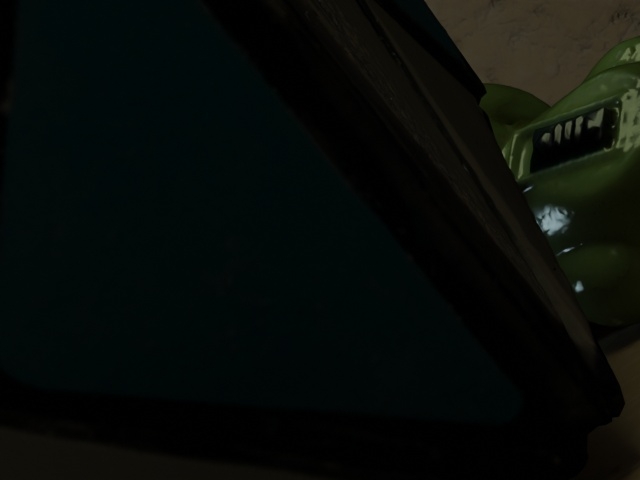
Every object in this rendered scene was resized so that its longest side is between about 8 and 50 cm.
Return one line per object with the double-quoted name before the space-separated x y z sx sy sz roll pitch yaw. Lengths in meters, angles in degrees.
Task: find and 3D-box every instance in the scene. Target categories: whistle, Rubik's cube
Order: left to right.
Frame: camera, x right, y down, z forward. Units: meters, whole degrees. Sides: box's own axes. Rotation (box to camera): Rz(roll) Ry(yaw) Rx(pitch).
"Rubik's cube" -0.117 -0.024 0.626 0.310 0.305 0.307 -31 24 13
"whistle" 0.133 -0.015 0.808 0.294 0.141 0.141 -8 15 35
